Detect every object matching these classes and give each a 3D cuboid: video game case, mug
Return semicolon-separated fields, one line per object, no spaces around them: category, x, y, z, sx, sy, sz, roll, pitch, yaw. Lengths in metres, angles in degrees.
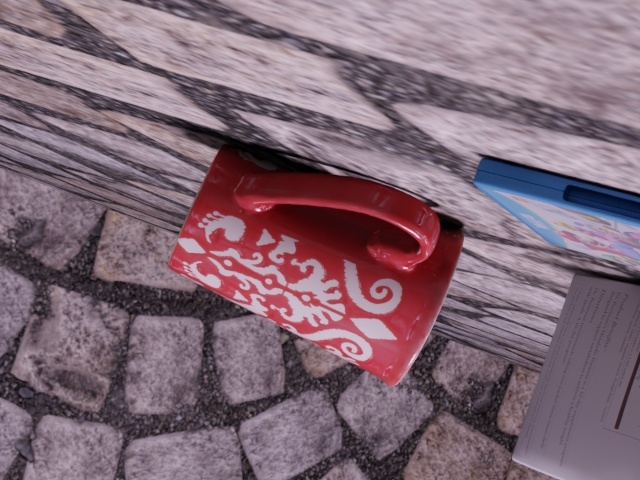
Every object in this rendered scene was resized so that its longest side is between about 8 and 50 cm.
video game case;0.165;0.003;0.605;0.166;0.015;0.119;17;175;31
mug;0.001;-0.003;0.865;0.169;0.150;0.113;24;-148;-2

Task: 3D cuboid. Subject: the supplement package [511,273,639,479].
supplement package;0.255;0.115;0.791;0.139;0.133;0.244;22;175;-28
